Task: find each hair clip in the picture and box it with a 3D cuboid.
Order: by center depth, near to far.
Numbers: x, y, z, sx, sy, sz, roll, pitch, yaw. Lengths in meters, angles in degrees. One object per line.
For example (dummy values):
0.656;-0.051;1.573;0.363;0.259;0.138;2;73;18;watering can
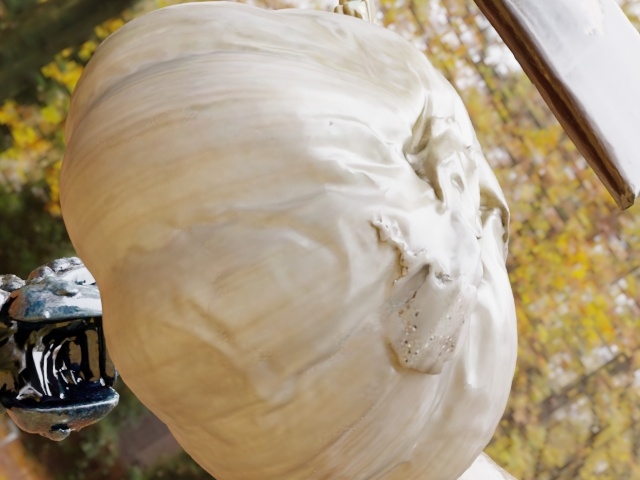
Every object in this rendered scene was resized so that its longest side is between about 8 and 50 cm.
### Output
-0.300;0.097;1.405;0.310;0.206;0.194;-162;-111;-83;hair clip

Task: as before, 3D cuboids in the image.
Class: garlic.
0.000;0.002;0.570;0.228;0.152;0.228;47;23;-27;garlic

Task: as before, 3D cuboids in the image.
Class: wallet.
0.122;-0.105;0.711;0.176;0.095;0.026;53;-44;1;wallet

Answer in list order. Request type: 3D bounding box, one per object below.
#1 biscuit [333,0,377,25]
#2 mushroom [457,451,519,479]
0.030;-0.106;1.043;0.153;0.030;0.234;78;8;-52;biscuit
0.135;0.333;1.173;0.397;0.313;0.224;21;-23;-33;mushroom
